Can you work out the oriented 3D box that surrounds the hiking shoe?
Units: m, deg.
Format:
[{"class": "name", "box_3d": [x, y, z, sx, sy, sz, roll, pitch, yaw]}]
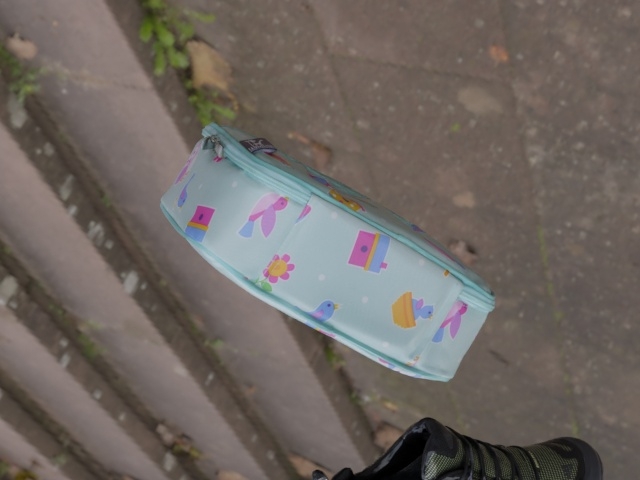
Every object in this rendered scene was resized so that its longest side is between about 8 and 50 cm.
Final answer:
[{"class": "hiking shoe", "box_3d": [0.105, 0.178, 0.807, 0.086, 0.226, 0.114, -123, 22, -50]}]

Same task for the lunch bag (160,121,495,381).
[{"class": "lunch bag", "box_3d": [0.000, 0.000, 0.973, 0.279, 0.108, 0.224, 30, -173, -22]}]
